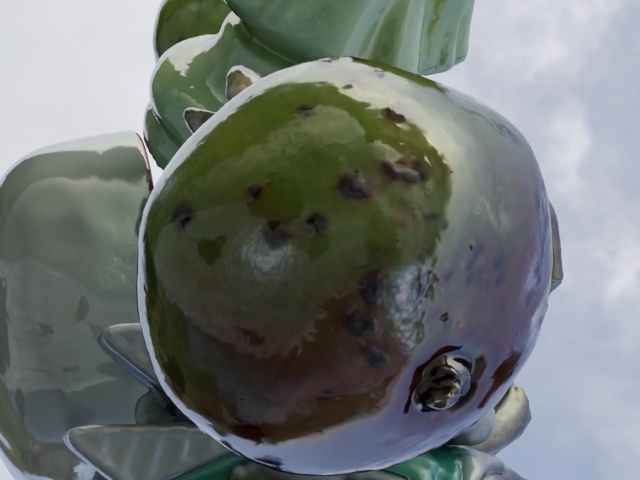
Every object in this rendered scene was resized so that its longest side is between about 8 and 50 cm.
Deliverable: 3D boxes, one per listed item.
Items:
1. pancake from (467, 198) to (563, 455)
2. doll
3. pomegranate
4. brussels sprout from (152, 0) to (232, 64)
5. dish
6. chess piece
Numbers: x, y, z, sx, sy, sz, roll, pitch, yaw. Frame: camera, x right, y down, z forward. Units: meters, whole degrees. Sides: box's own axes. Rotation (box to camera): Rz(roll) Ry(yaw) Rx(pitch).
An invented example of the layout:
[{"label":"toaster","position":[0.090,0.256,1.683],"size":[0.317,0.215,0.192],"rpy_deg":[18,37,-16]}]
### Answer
[{"label":"pancake","position":[0.106,0.041,0.924],"size":[0.029,0.212,0.235],"rpy_deg":[2,-106,39]},{"label":"doll","position":[0.007,0.097,0.668],"size":[0.153,0.258,0.195],"rpy_deg":[138,-57,-69]},{"label":"pomegranate","position":[-0.002,0.007,0.417],"size":[0.159,0.129,0.129],"rpy_deg":[11,-85,63]},{"label":"brussels sprout","position":[-0.072,-0.151,1.087],"size":[0.122,0.151,0.149],"rpy_deg":[-32,-151,3]},{"label":"dish","position":[-0.170,0.057,0.872],"size":[0.256,0.117,0.256],"rpy_deg":[177,-90,-76]},{"label":"chess piece","position":[0.022,-0.156,0.723],"size":[0.176,0.176,0.298],"rpy_deg":[42,-58,30]}]
